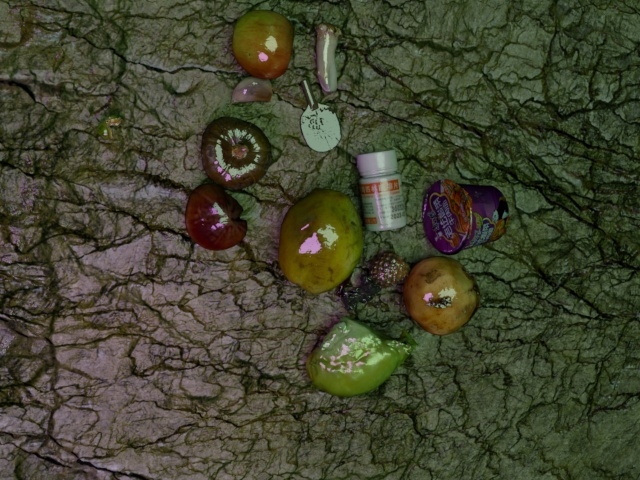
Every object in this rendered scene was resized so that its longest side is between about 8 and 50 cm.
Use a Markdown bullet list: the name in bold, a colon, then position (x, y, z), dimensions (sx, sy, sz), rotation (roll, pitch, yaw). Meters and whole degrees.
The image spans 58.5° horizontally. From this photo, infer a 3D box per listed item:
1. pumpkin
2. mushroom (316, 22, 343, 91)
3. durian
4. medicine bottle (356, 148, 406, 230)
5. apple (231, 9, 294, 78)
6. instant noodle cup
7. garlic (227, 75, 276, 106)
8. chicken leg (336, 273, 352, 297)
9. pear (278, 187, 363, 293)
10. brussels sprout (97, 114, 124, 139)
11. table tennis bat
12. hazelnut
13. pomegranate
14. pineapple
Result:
- **pumpkin**: position (-0.245, -0.254, 1.688), dimensions (0.218, 0.162, 0.219), rotation (0, 91, -19)
- **mushroom**: position (0.025, -0.571, 1.791), dimensions (0.084, 0.071, 0.210), rotation (-7, 101, -46)
- **durian**: position (0.117, 0.375, 1.853), dimensions (0.255, 0.204, 0.340), rotation (41, 92, -3)
- **medicine bottle**: position (0.196, -0.162, 1.843), dimensions (0.144, 0.144, 0.252), rotation (-9, 96, -16)
- **apple**: position (-0.167, -0.574, 1.665), dimensions (0.195, 0.196, 0.196), rotation (-2, 96, -17)
- **instant noodle cup**: position (0.490, -0.084, 1.901), dimensions (0.190, 0.251, 0.252), rotation (-6, 97, -26)
- **garlic**: position (-0.208, -0.456, 1.727), dimensions (0.152, 0.066, 0.084), rotation (-10, 100, -18)
- **chicken leg**: position (0.068, 0.084, 1.875), dimensions (0.093, 0.053, 0.205), rotation (-16, 93, 8)
- **pear**: position (0.000, 0.000, 1.734), dimensions (0.268, 0.269, 0.322), rotation (20, 99, -18)
- **brussels sprout**: position (-0.602, -0.327, 1.633), dimensions (0.051, 0.046, 0.083), rotation (41, 73, -13)
- **table tennis bat**: position (-0.011, -0.397, 1.821), dimensions (0.131, 0.022, 0.235), rotation (-23, 104, -13)
- **hazelnut**: position (-0.310, -0.068, 1.680), dimensions (0.177, 0.178, 0.204), rotation (-18, 100, -15)
- **pomegranate**: position (0.400, 0.177, 1.894), dimensions (0.260, 0.260, 0.261), rotation (-2, 96, -17)
- **pineapple**: position (0.175, 0.145, 1.888), dimensions (0.251, 0.125, 0.125), rotation (-41, 105, -5)
